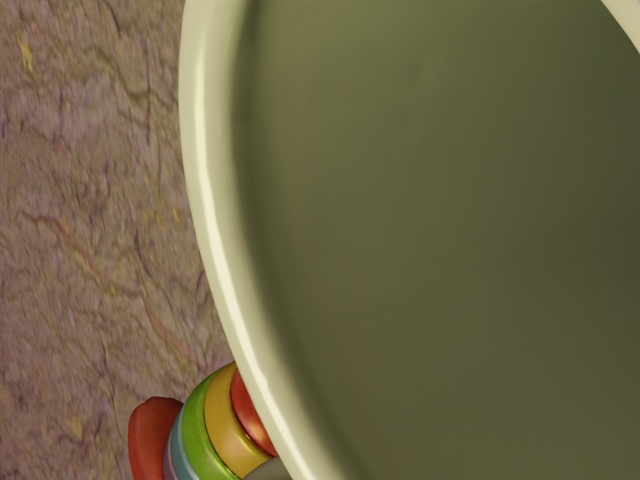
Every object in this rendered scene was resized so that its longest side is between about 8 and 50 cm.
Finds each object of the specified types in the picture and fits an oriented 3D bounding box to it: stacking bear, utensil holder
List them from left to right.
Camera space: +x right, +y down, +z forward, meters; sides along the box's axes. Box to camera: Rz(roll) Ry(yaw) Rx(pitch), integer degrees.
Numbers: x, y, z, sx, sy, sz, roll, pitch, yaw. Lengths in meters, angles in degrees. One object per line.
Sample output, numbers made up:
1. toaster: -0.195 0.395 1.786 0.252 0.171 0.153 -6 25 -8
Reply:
1. stacking bear: -0.041 0.161 1.357 0.289 0.175 0.164 -50 34 44
2. utensil holder: 0.190 -0.040 0.603 0.327 0.385 0.327 38 139 44

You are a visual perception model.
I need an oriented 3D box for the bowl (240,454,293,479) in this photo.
1. bowl: 0.041 0.265 1.243 0.298 0.134 0.297 11 131 13
